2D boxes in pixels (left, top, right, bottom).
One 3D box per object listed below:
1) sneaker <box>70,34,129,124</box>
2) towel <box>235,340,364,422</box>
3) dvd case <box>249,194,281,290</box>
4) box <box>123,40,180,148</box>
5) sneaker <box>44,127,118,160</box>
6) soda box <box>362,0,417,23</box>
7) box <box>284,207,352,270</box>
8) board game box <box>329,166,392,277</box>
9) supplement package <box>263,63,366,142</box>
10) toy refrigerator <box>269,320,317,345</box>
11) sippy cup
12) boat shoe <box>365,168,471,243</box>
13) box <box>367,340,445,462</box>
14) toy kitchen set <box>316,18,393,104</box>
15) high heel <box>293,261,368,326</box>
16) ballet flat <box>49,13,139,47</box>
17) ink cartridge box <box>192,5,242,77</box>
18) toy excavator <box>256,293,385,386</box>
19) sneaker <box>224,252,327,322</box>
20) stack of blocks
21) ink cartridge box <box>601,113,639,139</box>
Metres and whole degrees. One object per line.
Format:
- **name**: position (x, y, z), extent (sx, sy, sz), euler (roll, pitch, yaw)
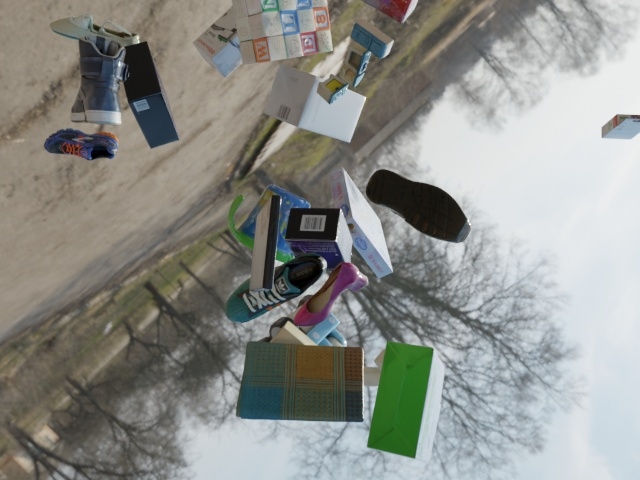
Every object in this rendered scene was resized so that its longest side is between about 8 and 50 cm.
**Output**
- **sneaker**: position (-0.432, -0.305, 1.147), extent (0.086, 0.163, 0.226), euler (-4, -169, -33)
- **towel**: position (-0.055, 0.424, 1.786), extent (0.271, 0.370, 0.040), euler (-85, 177, -48)
- **dvd case**: position (-0.118, 0.014, 1.231), extent (0.253, 0.022, 0.180), euler (154, -59, -76)
- **box**: position (-0.505, -0.421, 1.744), extent (0.103, 0.184, 0.261), euler (-19, 162, -9)
- **sneaker**: position (-0.745, -0.295, 1.861), extent (0.221, 0.087, 0.083), euler (-5, 138, -23)
- **soda box**: position (0.138, -0.696, 1.588), extent (0.083, 0.263, 0.092), euler (-54, 172, -35)
- **box**: position (0.000, 0.000, 1.716), extent (0.207, 0.153, 0.108), euler (63, 31, -59)
- **board game box**: position (0.152, -0.069, 2.243), extent (0.066, 0.318, 0.318), euler (-27, -143, 16)
- **supplement package**: position (-0.015, -0.466, 2.042), extent (0.293, 0.177, 0.175), euler (4, 110, -51)
- **toy refrigerator**: position (-0.041, 0.395, 1.950), extent (0.102, 0.269, 0.094), euler (-50, -179, 10)
- **sippy cup**: position (-0.151, -0.065, 2.057), extent (0.224, 0.240, 0.305), euler (-65, 156, 4)
- **boat shoe**: position (0.264, -0.090, 1.559), extent (0.120, 0.324, 0.122), euler (26, 99, -50)
- **box**: position (0.226, 0.411, 1.498), extent (0.231, 0.127, 0.262), euler (50, 50, -62)
- **toy kitchen set**: position (0.098, -0.519, 1.782), extent (0.166, 0.122, 0.207), euler (-43, 165, -32)
- **high heel**: position (0.003, 0.142, 1.560), extent (0.244, 0.117, 0.082), euler (-32, -131, 21)
- **ballet flat**: position (-0.636, -0.599, 1.690), extent (0.086, 0.248, 0.086), euler (-165, -90, -74)
- **ink cartridge box**: position (-0.290, -0.665, 1.954), extent (0.219, 0.160, 0.092), euler (-44, 141, -2)
- **toy excavator**: position (0.040, 0.404, 2.090), extent (0.222, 0.445, 0.433), euler (-38, 172, -49)
- **sneaker**: position (-0.120, 0.120, 1.564), extent (0.302, 0.108, 0.121), euler (-31, -179, -6)
- **stack of blocks**: position (-0.084, -0.501, 1.133), extent (0.171, 0.297, 0.087), euler (-24, -157, -39)
- **ink cartridge box**: position (0.636, -0.242, 1.229), extent (0.115, 0.063, 0.029), euler (77, 17, -79)
